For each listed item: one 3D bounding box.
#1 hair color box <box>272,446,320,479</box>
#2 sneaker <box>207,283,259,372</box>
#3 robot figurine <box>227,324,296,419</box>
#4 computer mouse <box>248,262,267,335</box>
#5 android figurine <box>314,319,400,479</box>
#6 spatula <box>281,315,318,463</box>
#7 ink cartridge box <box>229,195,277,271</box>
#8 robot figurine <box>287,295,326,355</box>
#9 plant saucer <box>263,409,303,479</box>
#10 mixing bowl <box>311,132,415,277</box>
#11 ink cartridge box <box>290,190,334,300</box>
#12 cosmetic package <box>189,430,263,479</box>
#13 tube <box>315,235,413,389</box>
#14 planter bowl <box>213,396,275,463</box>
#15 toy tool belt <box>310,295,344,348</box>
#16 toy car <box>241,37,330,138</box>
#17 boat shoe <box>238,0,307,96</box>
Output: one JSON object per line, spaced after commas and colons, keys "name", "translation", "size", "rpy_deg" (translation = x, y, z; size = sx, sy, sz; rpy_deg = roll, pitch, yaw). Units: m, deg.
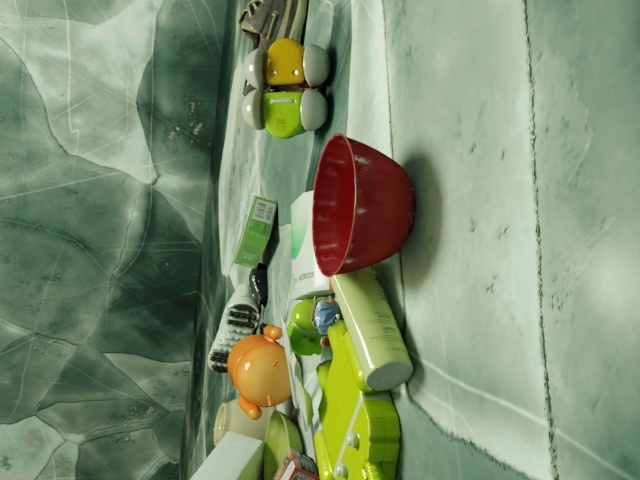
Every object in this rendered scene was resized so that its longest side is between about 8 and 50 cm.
{"name": "hair color box", "translation": [-0.065, 0.450, 1.132], "size": [0.167, 0.053, 0.093], "rpy_deg": [-61, 8, -2]}
{"name": "sneaker", "translation": [-0.229, 0.242, 1.800], "size": [0.118, 0.110, 0.292], "rpy_deg": [-96, 25, -53]}
{"name": "robot figurine", "translation": [-0.117, 0.262, 1.344], "size": [0.128, 0.158, 0.219], "rpy_deg": [54, 168, -11]}
{"name": "computer mouse", "translation": [-0.154, 0.169, 1.642], "size": [0.071, 0.041, 0.242], "rpy_deg": [126, 143, -61]}
{"name": "android figurine", "translation": [0.044, 0.246, 0.926], "size": [0.273, 0.056, 0.248], "rpy_deg": [-105, 24, -51]}
{"name": "spatula", "translation": [-0.036, 0.263, 1.112], "size": [0.168, 0.019, 0.242], "rpy_deg": [-117, 17, -44]}
{"name": "ink cartridge box", "translation": [-0.165, -0.004, 1.634], "size": [0.209, 0.062, 0.109], "rpy_deg": [119, 166, -54]}
{"name": "robot figurine", "translation": [-0.021, 0.148, 1.136], "size": [0.101, 0.067, 0.115], "rpy_deg": [-84, 6, -49]}
{"name": "plant saucer", "translation": [-0.070, 0.454, 1.302], "size": [0.241, 0.037, 0.241], "rpy_deg": [-177, 90, -74]}
{"name": "mixing bowl", "translation": [0.059, -0.042, 0.847], "size": [0.181, 0.098, 0.181], "rpy_deg": [-178, 90, -74]}
{"name": "ink cartridge box", "translation": [0.000, 0.000, 1.127], "size": [0.224, 0.056, 0.181], "rpy_deg": [141, 130, -71]}
{"name": "cosmetic package", "translation": [-0.217, 0.633, 1.368], "size": [0.284, 0.097, 0.377], "rpy_deg": [-41, -41, -60]}
{"name": "tube", "translation": [0.055, 0.078, 0.872], "size": [0.070, 0.062, 0.240], "rpy_deg": [60, -171, -46]}
{"name": "planter bowl", "translation": [-0.178, 0.422, 1.506], "size": [0.162, 0.109, 0.162], "rpy_deg": [-166, 90, -72]}
{"name": "toy tool belt", "translation": [0.011, 0.130, 1.062], "size": [0.051, 0.052, 0.083], "rpy_deg": [139, 132, -79]}
{"name": "toy car", "translation": [-0.054, -0.276, 1.248], "size": [0.136, 0.159, 0.182], "rpy_deg": [4, -91, -72]}
{"name": "boat shoe", "translation": [-0.107, -0.468, 1.442], "size": [0.132, 0.130, 0.355], "rpy_deg": [-173, 86, -74]}
